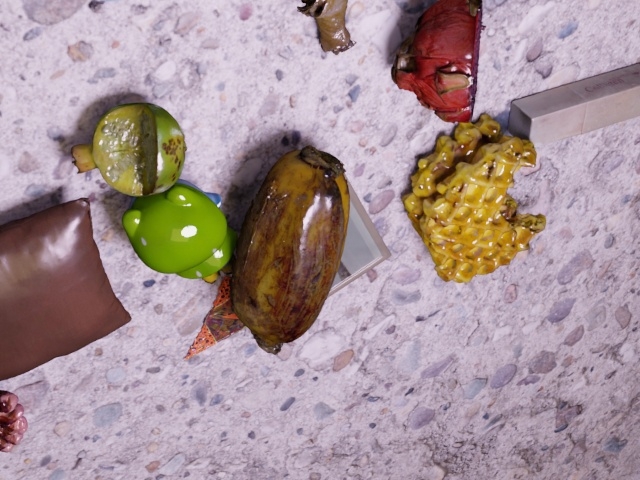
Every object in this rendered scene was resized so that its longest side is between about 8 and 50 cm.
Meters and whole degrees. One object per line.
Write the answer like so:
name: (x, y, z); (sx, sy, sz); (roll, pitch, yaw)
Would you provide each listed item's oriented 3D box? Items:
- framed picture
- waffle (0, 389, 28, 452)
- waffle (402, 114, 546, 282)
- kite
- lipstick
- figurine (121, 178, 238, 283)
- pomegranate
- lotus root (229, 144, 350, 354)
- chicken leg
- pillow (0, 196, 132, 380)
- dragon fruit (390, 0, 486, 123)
framed picture: (0.000, 0.000, 1.669); (0.213, 0.016, 0.289); (-34, 135, -1)
waffle: (-0.588, 0.270, 1.438); (0.221, 0.055, 0.234); (20, 141, -5)
waffle: (0.303, -0.069, 1.702); (0.261, 0.151, 0.324); (-32, 134, -8)
kite: (-0.173, 0.154, 1.701); (0.125, 0.008, 0.222); (10, 120, -36)
lipstick: (0.548, -0.273, 1.721); (0.372, 0.076, 0.079); (-18, 135, -17)
figurine: (-0.221, -0.006, 1.456); (0.162, 0.143, 0.263); (-23, 148, 8)
pomegranate: (-0.281, -0.137, 1.325); (0.169, 0.122, 0.143); (-8, 106, 19)
lotus root: (-0.048, 0.024, 1.508); (0.196, 0.179, 0.397); (-30, 143, -57)
chicken leg: (0.015, -0.367, 1.334); (0.125, 0.080, 0.196); (-22, 136, -31)
pillow: (-0.478, 0.097, 1.405); (0.306, 0.108, 0.307); (-22, 137, -15)
dragon fruit: (0.188, -0.305, 1.434); (0.148, 0.224, 0.218); (7, 107, 12)
